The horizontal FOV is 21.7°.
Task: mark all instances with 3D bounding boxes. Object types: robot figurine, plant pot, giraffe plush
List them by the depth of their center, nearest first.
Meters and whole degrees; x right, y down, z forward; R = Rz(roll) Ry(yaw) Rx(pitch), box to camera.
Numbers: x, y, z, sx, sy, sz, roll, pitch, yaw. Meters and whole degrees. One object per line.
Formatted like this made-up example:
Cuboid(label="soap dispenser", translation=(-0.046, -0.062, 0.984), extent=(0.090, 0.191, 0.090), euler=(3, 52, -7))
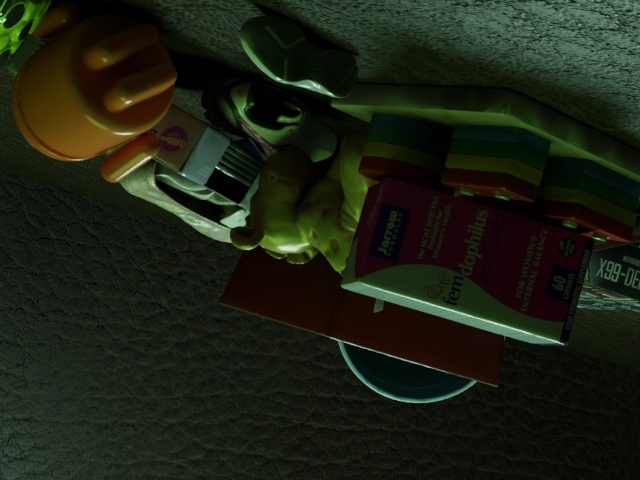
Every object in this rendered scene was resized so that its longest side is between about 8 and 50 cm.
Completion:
Cuboid(label="robot figurine", translation=(-0.230, -0.149, 1.681), extent=(0.158, 0.128, 0.219), euler=(31, 154, -25))
Cuboid(label="giraffe plush", translation=(0.000, -0.037, 1.835), extent=(0.170, 0.210, 0.181), euler=(8, 174, 24))
Cuboid(label="plant pot", translation=(0.076, 0.017, 2.050), extent=(0.267, 0.236, 0.267), euler=(19, 176, -31))
Cuboid(label="plant pot", translation=(0.143, 0.098, 2.711), extent=(0.271, 0.272, 0.255), euler=(16, -171, -10))

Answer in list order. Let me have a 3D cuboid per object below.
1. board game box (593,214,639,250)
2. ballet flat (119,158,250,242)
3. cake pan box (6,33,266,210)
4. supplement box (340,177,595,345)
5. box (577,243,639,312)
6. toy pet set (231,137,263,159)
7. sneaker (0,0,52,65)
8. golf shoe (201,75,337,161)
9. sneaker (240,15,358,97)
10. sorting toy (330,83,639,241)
Cuboid(label="board game box", translation=(0.257, -0.010, 1.924), extent=(0.145, 0.027, 0.281), euler=(10, -168, 39))
Cuboid(label="ballet flat", translation=(-0.181, -0.071, 2.659), extent=(0.316, 0.108, 0.106), euler=(19, 160, -41))
Cuboid(label="cake pan box", translation=(-0.190, -0.130, 1.888), extent=(0.267, 0.070, 0.246), euler=(31, -177, 23))
Cuboid(label="supplement box", translation=(0.145, 0.023, 1.666), extent=(0.220, 0.111, 0.114), euler=(16, 175, -6))
Cuboid(label="box", translation=(0.352, 0.038, 2.377), extent=(0.242, 0.076, 0.307), euler=(18, 174, -23))
Cuboid(label="toy pet set", translation=(-0.134, -0.130, 2.246), extent=(0.114, 0.065, 0.122), euler=(52, -170, 27))
Cuboid(label="sneaker", translation=(-0.334, -0.231, 1.562), extent=(0.123, 0.109, 0.295), euler=(41, 178, 1))
Cuboid(label="golf shoe", translation=(-0.042, -0.127, 1.844), extent=(0.186, 0.067, 0.086), euler=(21, 171, -43))
Cuboid(label="sneaker", translation=(-0.031, -0.164, 1.511), extent=(0.061, 0.054, 0.152), euler=(15, 176, 37))
Cuboid(label="sorting toy", translation=(0.174, -0.073, 1.677), extent=(0.257, 0.089, 0.255), euler=(19, 173, -39))
